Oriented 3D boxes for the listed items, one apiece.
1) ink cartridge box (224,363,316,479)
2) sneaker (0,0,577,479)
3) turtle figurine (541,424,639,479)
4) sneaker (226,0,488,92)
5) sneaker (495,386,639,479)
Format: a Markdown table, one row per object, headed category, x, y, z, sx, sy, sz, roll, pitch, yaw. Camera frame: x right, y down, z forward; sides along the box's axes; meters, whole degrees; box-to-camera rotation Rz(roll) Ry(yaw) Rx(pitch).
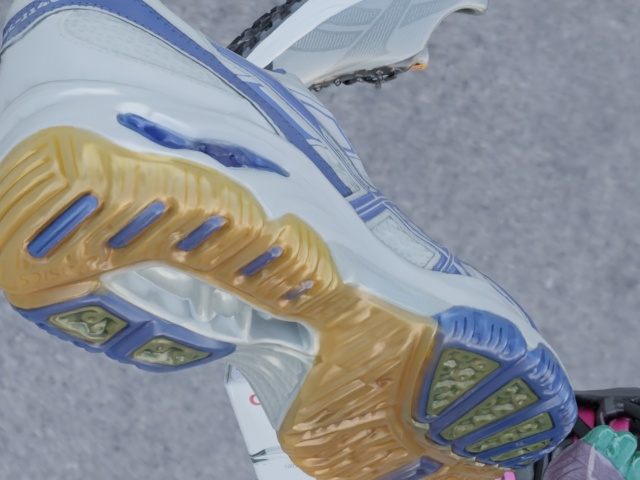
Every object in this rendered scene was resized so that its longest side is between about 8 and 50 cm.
| category | x | y | z | sx | sy | sz | roll | pitch | yaw |
| --- | --- | --- | --- | --- | --- | --- | --- | --- | --- |
| ink cartridge box | 0.015 | 0.171 | 1.321 | 0.153 | 0.087 | 0.208 | -11 | 120 | 8 |
| sneaker | 0.000 | 0.000 | 0.548 | 0.112 | 0.131 | 0.296 | -29 | 140 | 20 |
| turtle figurine | 0.125 | 0.179 | 0.600 | 0.118 | 0.234 | 0.175 | -4 | 108 | 11 |
| sneaker | 0.017 | -0.151 | 1.128 | 0.271 | 0.100 | 0.108 | -35 | 104 | -9 |
| sneaker | 0.175 | 0.168 | 0.868 | 0.202 | 0.185 | 0.483 | 40 | 119 | -20 |
